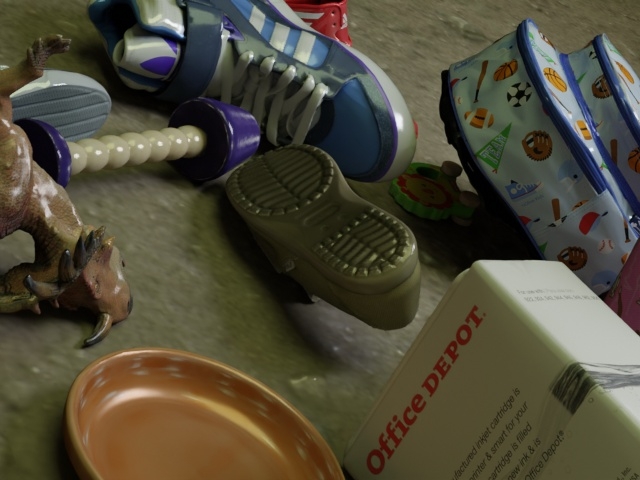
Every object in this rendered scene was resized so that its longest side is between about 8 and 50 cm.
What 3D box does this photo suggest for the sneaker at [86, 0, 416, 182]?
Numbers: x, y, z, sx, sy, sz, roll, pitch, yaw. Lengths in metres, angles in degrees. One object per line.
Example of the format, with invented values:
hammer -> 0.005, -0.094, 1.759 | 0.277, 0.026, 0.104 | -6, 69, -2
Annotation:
sneaker -> -0.086, -0.153, 1.336 | 0.323, 0.130, 0.236 | 45, 37, 22

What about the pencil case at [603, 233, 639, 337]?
pencil case -> 0.328, 0.023, 1.146 | 0.167, 0.386, 0.160 | 2, 35, -27

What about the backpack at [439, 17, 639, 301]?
backpack -> 0.243, -0.090, 1.391 | 0.263, 0.213, 0.276 | 43, 18, -27

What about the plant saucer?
plant saucer -> -0.076, 0.147, 0.889 | 0.200, 0.037, 0.200 | 24, 25, -12

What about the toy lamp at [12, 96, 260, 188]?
toy lamp -> -0.152, -0.081, 1.175 | 0.080, 0.080, 0.275 | 42, 28, 23

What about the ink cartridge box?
ink cartridge box -> 0.168, 0.170, 0.915 | 0.115, 0.198, 0.273 | 1, 39, -46

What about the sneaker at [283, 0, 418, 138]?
sneaker -> 0.028, -0.190, 1.498 | 0.221, 0.128, 0.087 | 24, 26, -12

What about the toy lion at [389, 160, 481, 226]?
toy lion -> 0.116, -0.053, 1.461 | 0.096, 0.034, 0.100 | 10, 31, -22

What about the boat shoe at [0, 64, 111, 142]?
boat shoe -> -0.270, -0.115, 1.103 | 0.076, 0.083, 0.226 | 44, 30, 24

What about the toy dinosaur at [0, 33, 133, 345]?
toy dinosaur -> -0.261, -0.024, 0.928 | 0.296, 0.127, 0.200 | -3, 74, -24

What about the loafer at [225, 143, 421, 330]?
loafer -> 0.000, 0.000, 1.175 | 0.102, 0.092, 0.268 | -26, 34, -13
